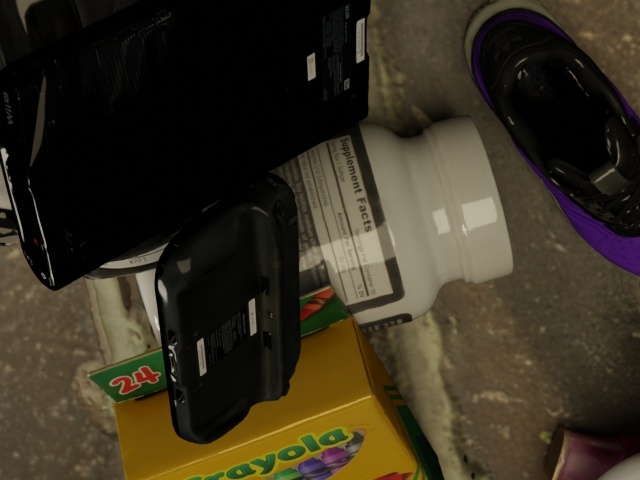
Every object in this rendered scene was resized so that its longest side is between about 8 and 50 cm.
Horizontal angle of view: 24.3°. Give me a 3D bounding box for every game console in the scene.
[{"bbox_3d":[-0.067,0.001,0.858,0.213,0.044,0.361,-30,144,-24],"label":"game console"}]

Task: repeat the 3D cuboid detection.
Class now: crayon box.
[{"bbox_3d":[-0.029,0.173,1.178,0.202,0.081,0.318,-21,143,8],"label":"crayon box"}]

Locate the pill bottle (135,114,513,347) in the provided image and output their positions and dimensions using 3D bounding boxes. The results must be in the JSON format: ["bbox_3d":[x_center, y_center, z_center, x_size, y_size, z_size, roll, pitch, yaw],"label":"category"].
[{"bbox_3d":[0.000,0.000,1.166,0.278,0.162,0.162,-15,110,1],"label":"pill bottle"}]

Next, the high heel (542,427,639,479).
[{"bbox_3d":[0.237,0.287,1.328,0.117,0.082,0.244,15,98,-4],"label":"high heel"}]

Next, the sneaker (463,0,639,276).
[{"bbox_3d":[0.220,-0.056,1.165,0.102,0.146,0.293,-41,106,11],"label":"sneaker"}]

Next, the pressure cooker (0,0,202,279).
[{"bbox_3d":[-0.166,-0.199,0.948,0.369,0.420,0.375,32,104,-13],"label":"pressure cooker"}]

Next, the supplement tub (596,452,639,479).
[{"bbox_3d":[0.376,0.317,1.230,0.324,0.235,0.235,21,108,-30],"label":"supplement tub"}]
